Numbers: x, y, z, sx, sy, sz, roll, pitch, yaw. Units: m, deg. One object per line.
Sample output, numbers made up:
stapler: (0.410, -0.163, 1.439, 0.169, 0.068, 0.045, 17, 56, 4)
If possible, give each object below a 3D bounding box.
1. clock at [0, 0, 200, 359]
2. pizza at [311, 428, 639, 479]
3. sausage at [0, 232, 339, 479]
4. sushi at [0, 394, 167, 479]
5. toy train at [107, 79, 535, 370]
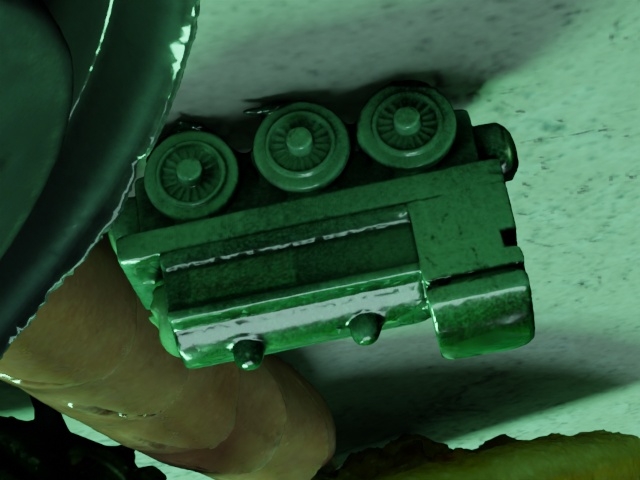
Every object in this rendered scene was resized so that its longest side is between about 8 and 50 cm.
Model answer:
clock: (-0.170, 0.001, 0.475, 0.325, 0.067, 0.325, -42, 165, -14)
pizza: (0.049, 0.167, 1.044, 0.268, 0.087, 0.258, -15, 176, 22)
sausage: (-0.083, 0.059, 0.830, 0.088, 0.088, 0.433, -17, 155, 15)
sushi: (-0.154, 0.150, 0.911, 0.149, 0.287, 0.140, -44, 161, -39)
toy train: (0.000, 0.000, 0.694, 0.170, 0.111, 0.071, -12, 152, 2)
